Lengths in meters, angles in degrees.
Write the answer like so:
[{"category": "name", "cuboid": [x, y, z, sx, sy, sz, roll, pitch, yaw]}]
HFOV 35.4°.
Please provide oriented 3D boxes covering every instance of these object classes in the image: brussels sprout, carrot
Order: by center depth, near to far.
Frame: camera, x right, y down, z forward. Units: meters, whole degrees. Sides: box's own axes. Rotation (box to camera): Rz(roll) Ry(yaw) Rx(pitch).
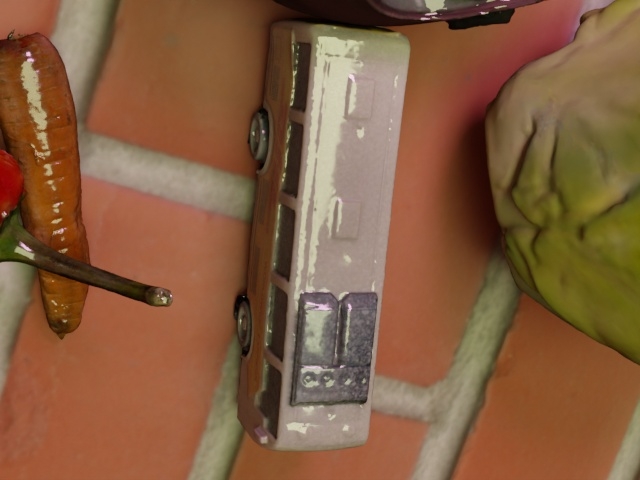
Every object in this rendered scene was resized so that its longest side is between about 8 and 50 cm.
[{"category": "carrot", "cuboid": [-0.207, -0.037, 0.764, 0.059, 0.059, 0.248, -10, 109, -15]}, {"category": "brussels sprout", "cuboid": [0.304, -0.037, 0.814, 0.344, 0.344, 0.268, -33, 148, -7]}]

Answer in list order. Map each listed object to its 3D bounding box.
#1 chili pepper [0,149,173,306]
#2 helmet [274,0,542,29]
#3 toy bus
[{"category": "chili pepper", "cuboid": [-0.277, -0.027, 0.696, 0.338, 0.134, 0.131, 42, 85, -20]}, {"category": "helmet", "cuboid": [0.046, -0.278, 0.706, 0.338, 0.197, 0.271, -12, 98, -30]}, {"category": "toy bus", "cuboid": [0.000, 0.000, 0.793, 0.097, 0.138, 0.343, 1, 101, -21]}]
